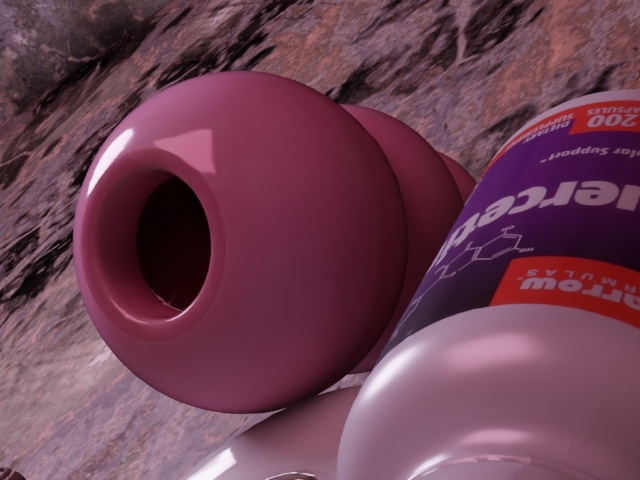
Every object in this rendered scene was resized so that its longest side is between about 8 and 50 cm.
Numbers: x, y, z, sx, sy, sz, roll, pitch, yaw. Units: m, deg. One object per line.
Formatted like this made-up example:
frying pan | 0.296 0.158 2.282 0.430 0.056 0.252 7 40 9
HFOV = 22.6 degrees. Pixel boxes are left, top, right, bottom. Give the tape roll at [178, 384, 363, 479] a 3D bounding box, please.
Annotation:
tape roll | -0.022 0.210 0.836 0.286 0.100 0.286 -35 19 14

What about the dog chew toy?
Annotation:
dog chew toy | 0.000 0.000 1.028 0.206 0.207 0.332 -27 -15 33

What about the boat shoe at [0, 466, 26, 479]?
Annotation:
boat shoe | -0.353 0.237 1.231 0.123 0.123 0.342 -27 2 38

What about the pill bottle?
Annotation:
pill bottle | 0.119 0.070 0.705 0.181 0.181 0.323 -28 15 31
